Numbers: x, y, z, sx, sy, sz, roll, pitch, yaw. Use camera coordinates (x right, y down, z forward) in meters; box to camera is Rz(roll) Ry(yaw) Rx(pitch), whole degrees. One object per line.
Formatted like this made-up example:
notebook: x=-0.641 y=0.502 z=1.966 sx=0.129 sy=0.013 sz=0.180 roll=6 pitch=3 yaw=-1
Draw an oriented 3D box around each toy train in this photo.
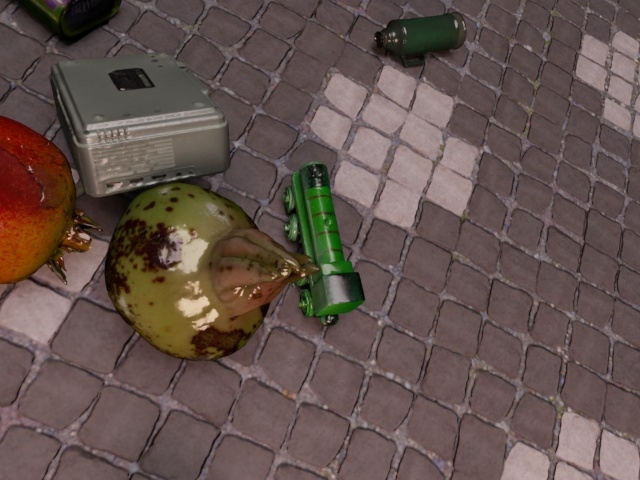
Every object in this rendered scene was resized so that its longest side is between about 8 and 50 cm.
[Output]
toy train: x=0.000 y=0.000 z=0.832 sx=0.085 sy=0.119 sz=0.251 roll=-4 pitch=70 yaw=-20

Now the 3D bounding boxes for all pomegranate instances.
pomegranate: x=-0.144 y=0.049 z=0.680 sx=0.204 sy=0.276 sz=0.222 roll=-48 pitch=125 yaw=-9
pomegranate: x=-0.389 y=-0.040 z=0.666 sx=0.235 sy=0.210 sz=0.210 roll=34 pitch=59 yaw=-25

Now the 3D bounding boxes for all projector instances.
projector: x=-0.252 y=-0.175 z=0.764 sx=0.191 sy=0.099 sz=0.257 roll=-14 pitch=39 yaw=-25

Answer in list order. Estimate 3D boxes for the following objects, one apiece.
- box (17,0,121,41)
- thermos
box: x=-0.488 y=-0.470 z=0.874 sx=0.345 sy=0.097 sz=0.134 roll=40 pitch=62 yaw=0
thermos: x=0.193 y=-0.405 z=1.109 sx=0.187 sy=0.083 sz=0.073 roll=-15 pitch=51 yaw=-23
